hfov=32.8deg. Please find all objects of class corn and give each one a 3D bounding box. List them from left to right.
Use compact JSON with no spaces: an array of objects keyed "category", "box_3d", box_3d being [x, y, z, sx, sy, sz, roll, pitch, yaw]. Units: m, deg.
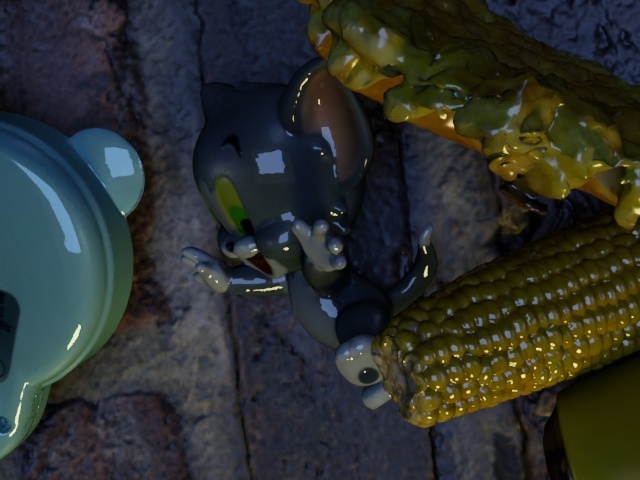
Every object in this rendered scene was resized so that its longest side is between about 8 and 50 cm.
[{"category":"corn","box_3d":[0.180,0.035,0.726,0.310,0.101,0.101,-21,88,-13]}]

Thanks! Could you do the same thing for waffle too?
[{"category":"waffle","box_3d":[0.125,-0.089,0.663,0.325,0.302,0.068,22,111,-2]}]

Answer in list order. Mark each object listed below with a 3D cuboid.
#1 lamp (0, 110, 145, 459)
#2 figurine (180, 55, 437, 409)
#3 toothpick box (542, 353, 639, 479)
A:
[{"category":"lamp","box_3d":[-0.251,0.035,0.815,0.209,0.147,0.284,20,87,11]},{"category":"figurine","box_3d":[0.005,0.000,0.767,0.265,0.193,0.140,45,72,-13]},{"category":"toothpick box","box_3d":[0.290,0.134,0.709,0.271,0.175,0.175,-18,89,14]}]
